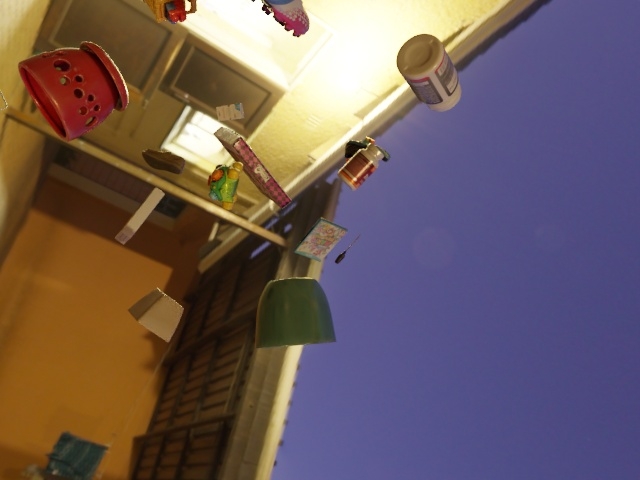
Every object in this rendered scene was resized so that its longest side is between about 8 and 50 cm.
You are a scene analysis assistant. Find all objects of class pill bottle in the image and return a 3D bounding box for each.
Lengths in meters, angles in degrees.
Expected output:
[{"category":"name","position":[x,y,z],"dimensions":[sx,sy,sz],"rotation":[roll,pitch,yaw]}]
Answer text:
[{"category":"pill bottle","position":[0.134,-0.244,1.776],"dimensions":[0.152,0.086,0.086],"rotation":[-46,-156,5]},{"category":"pill bottle","position":[0.381,-0.566,1.858],"dimensions":[0.161,0.283,0.161],"rotation":[-8,-108,27]}]

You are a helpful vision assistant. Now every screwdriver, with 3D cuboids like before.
[{"category":"screwdriver","position":[0.106,0.031,2.139],"dimensions":[0.169,0.025,0.024],"rotation":[-56,168,30]}]

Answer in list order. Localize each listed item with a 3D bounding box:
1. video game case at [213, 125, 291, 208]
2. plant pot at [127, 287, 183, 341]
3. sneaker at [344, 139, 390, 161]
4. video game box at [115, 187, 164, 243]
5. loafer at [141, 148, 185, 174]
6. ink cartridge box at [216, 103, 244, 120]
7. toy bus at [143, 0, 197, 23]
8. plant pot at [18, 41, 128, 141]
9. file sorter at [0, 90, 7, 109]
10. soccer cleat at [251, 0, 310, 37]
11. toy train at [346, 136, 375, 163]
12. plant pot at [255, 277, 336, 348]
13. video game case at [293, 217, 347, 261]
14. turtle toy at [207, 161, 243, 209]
[{"category":"video game case","position":[-0.193,-0.207,1.510],"dimensions":[0.042,0.232,0.210],"rotation":[-42,-149,-6]},{"category":"plant pot","position":[-0.436,0.194,1.461],"dimensions":[0.096,0.109,0.109],"rotation":[-52,-148,-13]},{"category":"sneaker","position":[0.161,-0.294,1.866],"dimensions":[0.188,0.067,0.078],"rotation":[19,-89,36]},{"category":"video game box","position":[-0.665,-0.089,1.984],"dimensions":[0.205,0.048,0.187],"rotation":[-59,-163,-23]},{"category":"loafer","position":[-0.462,-0.238,1.601],"dimensions":[0.050,0.148,0.056],"rotation":[-57,162,-35]},{"category":"ink cartridge box","position":[-0.298,-0.422,1.780],"dimensions":[0.028,0.083,0.048],"rotation":[-46,131,-70]},{"category":"toy bus","position":[-0.503,-0.857,1.899],"dimensions":[0.220,0.211,0.149],"rotation":[-25,167,-20]},{"category":"plant pot","position":[-0.552,-0.347,1.225],"dimensions":[0.174,0.191,0.191],"rotation":[-39,-168,-24]},{"category":"file sorter","position":[-1.177,-0.473,1.823],"dimensions":[0.171,0.118,0.104],"rotation":[-16,-158,-1]},{"category":"soccer cleat","position":[-0.082,-0.551,1.161],"dimensions":[0.143,0.116,0.331],"rotation":[-50,162,14]},{"category":"toy train","position":[0.162,-0.334,2.115],"dimensions":[0.166,0.046,0.125],"rotation":[-15,-99,42]},{"category":"plant pot","position":[-0.097,0.261,1.951],"dimensions":[0.293,0.293,0.235],"rotation":[-24,-112,57]},{"category":"video game case","position":[0.000,0.000,1.881],"dimensions":[0.166,0.119,0.015],"rotation":[-49,-143,28]},{"category":"turtle toy","position":[-0.210,-0.129,1.181],"dimensions":[0.130,0.066,0.095],"rotation":[-90,-166,-66]}]
